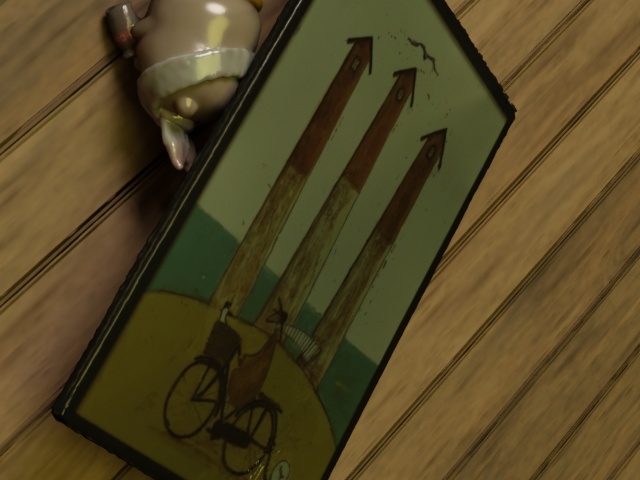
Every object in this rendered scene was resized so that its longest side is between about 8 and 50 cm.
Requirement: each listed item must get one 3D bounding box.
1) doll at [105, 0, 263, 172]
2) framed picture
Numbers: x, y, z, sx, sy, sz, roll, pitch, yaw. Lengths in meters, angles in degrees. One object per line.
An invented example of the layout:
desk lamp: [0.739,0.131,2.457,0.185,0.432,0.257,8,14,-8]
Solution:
doll: [-0.074,-0.100,0.739,0.084,0.073,0.127,15,82,-6]
framed picture: [0.000,0.000,0.802,0.323,0.013,0.244,-61,144,-13]
